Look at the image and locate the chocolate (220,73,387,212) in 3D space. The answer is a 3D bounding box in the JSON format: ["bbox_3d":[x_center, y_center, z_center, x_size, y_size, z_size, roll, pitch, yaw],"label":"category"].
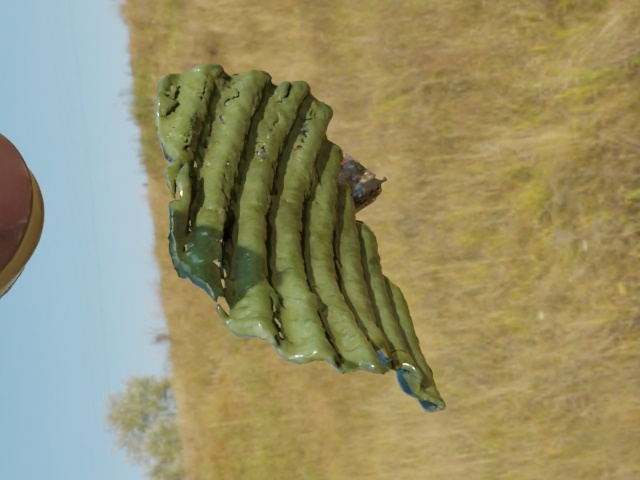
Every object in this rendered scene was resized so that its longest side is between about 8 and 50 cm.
[{"bbox_3d":[-0.050,-0.132,1.194,0.329,0.102,0.065,42,151,28],"label":"chocolate"}]

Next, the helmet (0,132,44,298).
[{"bbox_3d":[-0.496,-0.038,1.035,0.197,0.338,0.271,-33,65,46],"label":"helmet"}]

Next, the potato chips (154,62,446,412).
[{"bbox_3d":[-0.004,-0.006,0.881,0.373,0.097,0.389,25,-142,-50],"label":"potato chips"}]
